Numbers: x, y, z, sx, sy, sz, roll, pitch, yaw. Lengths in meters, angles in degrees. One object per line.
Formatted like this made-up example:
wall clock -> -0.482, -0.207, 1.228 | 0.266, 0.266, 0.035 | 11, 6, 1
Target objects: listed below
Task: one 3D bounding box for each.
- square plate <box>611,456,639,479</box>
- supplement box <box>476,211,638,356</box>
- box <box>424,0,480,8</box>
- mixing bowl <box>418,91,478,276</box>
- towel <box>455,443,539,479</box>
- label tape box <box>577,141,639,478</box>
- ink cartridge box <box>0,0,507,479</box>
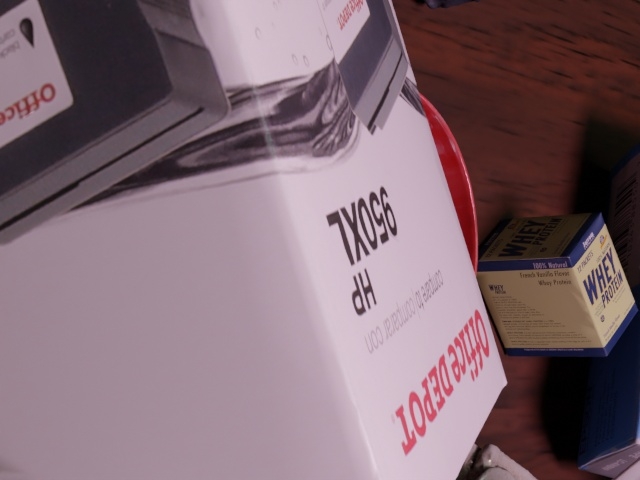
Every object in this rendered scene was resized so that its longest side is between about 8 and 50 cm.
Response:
square plate -> 0.184, 0.326, 1.009 | 0.347, 0.049, 0.344 | -41, 118, 7
supplement box -> 0.163, 0.032, 1.179 | 0.056, 0.083, 0.083 | -47, 122, -41
box -> 0.085, -0.346, 1.029 | 0.294, 0.183, 0.296 | 32, 64, -44
mixing bowl -> 0.000, 0.000, 0.970 | 0.181, 0.098, 0.181 | 4, 85, -52
towel -> 0.115, 0.293, 1.137 | 0.187, 0.049, 0.282 | 38, 60, -43
label tape box -> 0.382, 0.082, 1.269 | 0.348, 0.115, 0.249 | 15, 68, -12
ink cartridge box -> -0.065, -0.068, 0.723 | 0.285, 0.166, 0.394 | -32, 106, -74
